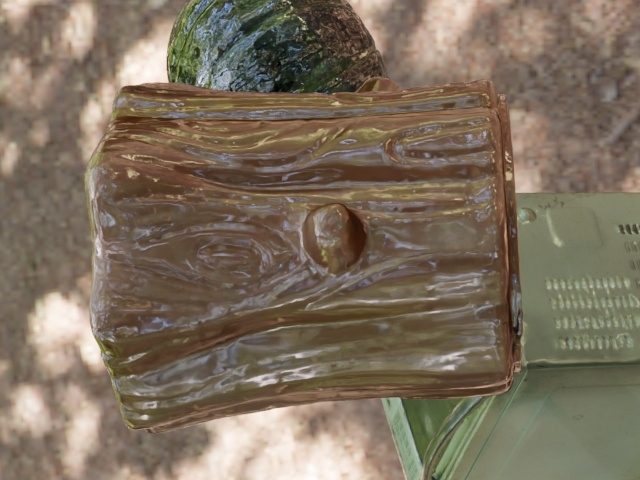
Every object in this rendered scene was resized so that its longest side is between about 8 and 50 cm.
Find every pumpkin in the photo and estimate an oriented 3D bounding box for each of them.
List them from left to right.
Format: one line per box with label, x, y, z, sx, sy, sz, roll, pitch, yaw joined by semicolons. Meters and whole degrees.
pumpkin;-0.046;-0.136;1.430;0.216;0.250;0.250;-38;59;2

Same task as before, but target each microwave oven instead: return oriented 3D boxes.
microwave oven;0.257;0.132;1.714;0.394;0.333;0.247;107;157;-54

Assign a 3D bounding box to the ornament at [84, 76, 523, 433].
ornament;0.000;0.000;0.859;0.235;0.217;0.221;79;-171;-53
